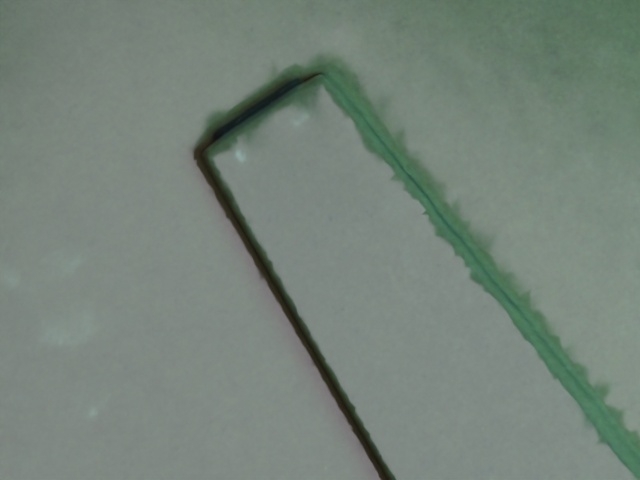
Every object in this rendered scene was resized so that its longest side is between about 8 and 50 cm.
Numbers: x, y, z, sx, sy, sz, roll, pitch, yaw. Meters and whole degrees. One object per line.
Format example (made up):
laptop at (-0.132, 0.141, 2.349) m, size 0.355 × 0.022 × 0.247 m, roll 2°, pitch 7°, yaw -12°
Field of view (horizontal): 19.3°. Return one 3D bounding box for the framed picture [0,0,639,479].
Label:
framed picture at (0.000, 0.000, 0.381) m, size 0.184 × 0.016 × 0.249 m, roll -3°, pitch 82°, yaw 1°
